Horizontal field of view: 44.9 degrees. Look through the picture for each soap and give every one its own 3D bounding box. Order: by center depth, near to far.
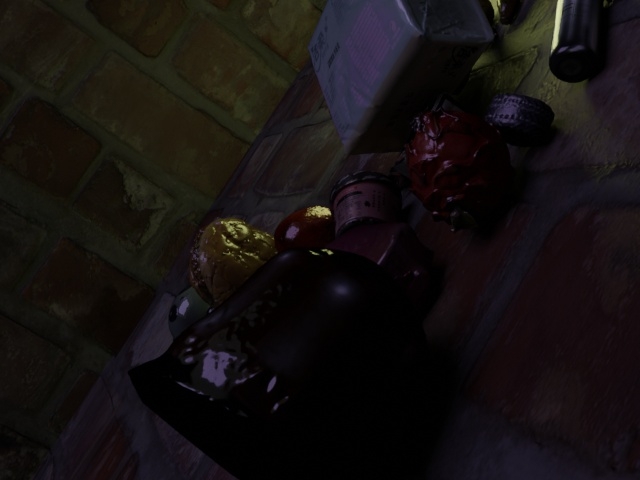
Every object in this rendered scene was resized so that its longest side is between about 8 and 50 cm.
[{"bbox_3d":[0.079,0.082,1.390,0.220,0.127,0.325,-60,19,-9],"label":"soap"}]

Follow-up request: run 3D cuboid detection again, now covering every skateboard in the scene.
[{"bbox_3d":[0.177,-0.120,1.629,0.080,0.067,0.151,-70,15,-14],"label":"skateboard"}]

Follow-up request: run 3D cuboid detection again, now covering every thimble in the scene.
[{"bbox_3d":[0.333,-0.198,1.293,0.104,0.095,0.066,20,83,35],"label":"thimble"}]

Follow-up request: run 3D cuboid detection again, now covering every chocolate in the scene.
[{"bbox_3d":[-0.026,0.175,1.127,0.331,0.383,0.383,-58,17,-27],"label":"chocolate"}]

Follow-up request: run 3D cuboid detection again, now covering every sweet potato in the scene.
[{"bbox_3d":[0.453,-0.589,1.752,0.233,0.062,0.081,-59,19,-3],"label":"sweet potato"}]

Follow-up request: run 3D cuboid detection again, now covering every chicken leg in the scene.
[{"bbox_3d":[0.362,-0.501,1.807,0.103,0.088,0.228,-33,32,29],"label":"chicken leg"}]

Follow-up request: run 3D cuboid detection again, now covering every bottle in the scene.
[{"bbox_3d":[0.450,-0.373,1.333,0.096,0.079,0.254,0,47,22],"label":"bottle"}]

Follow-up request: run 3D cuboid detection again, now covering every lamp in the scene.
[{"bbox_3d":[-0.309,0.204,2.118,0.243,0.197,0.198,-20,38,48],"label":"lamp"}]

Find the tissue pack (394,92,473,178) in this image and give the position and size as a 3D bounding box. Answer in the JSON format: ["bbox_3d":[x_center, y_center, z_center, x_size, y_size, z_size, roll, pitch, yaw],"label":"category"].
[{"bbox_3d":[0.230,-0.194,1.531,0.170,0.103,0.090,-61,13,-20],"label":"tissue pack"}]

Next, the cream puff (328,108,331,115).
[{"bbox_3d":[0.127,-0.419,2.136,0.240,0.163,0.240,-160,90,-77],"label":"cream puff"}]

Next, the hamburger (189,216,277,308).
[{"bbox_3d":[-0.169,0.072,1.793,0.144,0.283,0.260,-49,20,45],"label":"hamburger"}]

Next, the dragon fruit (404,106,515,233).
[{"bbox_3d":[0.228,-0.121,1.270,0.172,0.210,0.172,-17,-3,-1],"label":"dragon fruit"}]

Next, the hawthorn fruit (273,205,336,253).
[{"bbox_3d":[-0.010,0.011,1.712,0.173,0.179,0.174,174,90,-79],"label":"hawthorn fruit"}]

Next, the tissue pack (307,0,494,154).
[{"bbox_3d":[0.151,-0.422,1.645,0.405,0.205,0.332,124,134,-58],"label":"tissue pack"}]

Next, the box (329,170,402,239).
[{"bbox_3d":[0.091,-0.043,1.562,0.151,0.151,0.135,-42,29,36],"label":"box"}]

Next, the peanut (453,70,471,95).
[{"bbox_3d":[0.270,-0.461,1.765,0.120,0.136,0.299,-24,66,22],"label":"peanut"}]
